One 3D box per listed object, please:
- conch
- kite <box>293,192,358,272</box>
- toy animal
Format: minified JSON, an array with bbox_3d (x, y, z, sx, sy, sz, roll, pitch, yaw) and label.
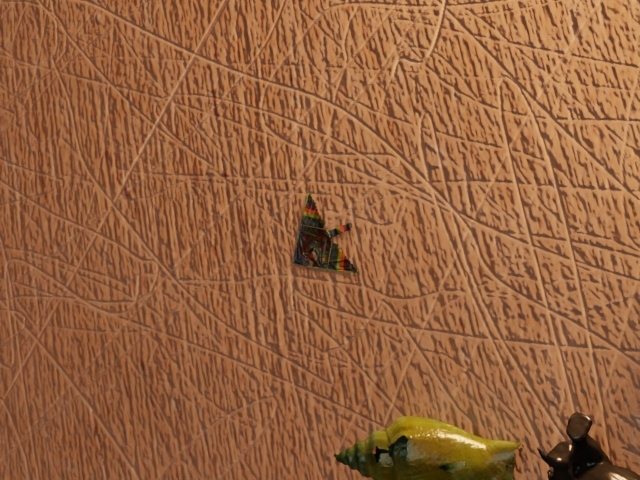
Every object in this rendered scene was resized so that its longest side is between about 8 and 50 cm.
[{"bbox_3d":[0.117,0.245,1.402,0.200,0.079,0.095,13,106,18],"label":"conch"},{"bbox_3d":[0.000,0.000,1.531,0.090,0.004,0.122,-33,69,18],"label":"kite"},{"bbox_3d":[0.327,0.264,1.258,0.114,0.146,0.245,-36,45,-15],"label":"toy animal"}]
